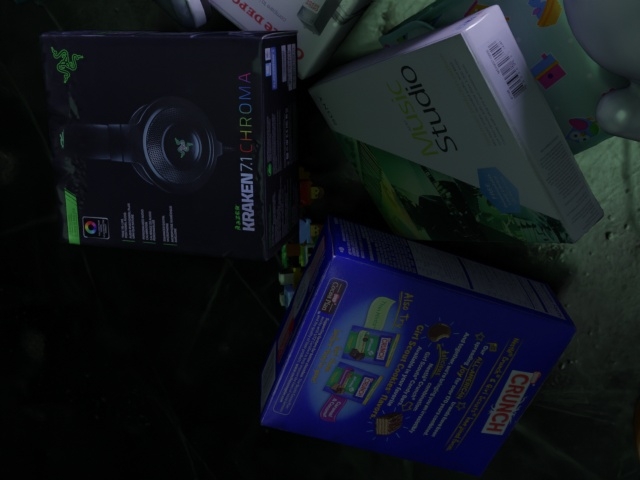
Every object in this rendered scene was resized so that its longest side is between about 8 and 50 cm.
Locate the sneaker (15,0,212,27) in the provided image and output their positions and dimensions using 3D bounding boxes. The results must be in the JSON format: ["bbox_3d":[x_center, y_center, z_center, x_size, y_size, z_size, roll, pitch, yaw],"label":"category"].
[{"bbox_3d":[-0.278,-0.325,0.923,0.178,0.124,0.295,-40,77,-12],"label":"sneaker"}]

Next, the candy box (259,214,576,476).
[{"bbox_3d":[0.112,0.142,1.001,0.317,0.122,0.268,18,117,-11],"label":"candy box"}]

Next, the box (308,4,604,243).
[{"bbox_3d":[0.129,-0.105,0.859,0.232,0.058,0.322,58,160,-15],"label":"box"}]

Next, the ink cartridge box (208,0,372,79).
[{"bbox_3d":[-0.009,-0.323,0.912,0.158,0.092,0.218,39,121,0],"label":"ink cartridge box"}]

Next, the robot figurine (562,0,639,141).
[{"bbox_3d":[0.354,-0.212,0.662,0.353,0.200,0.300,12,116,-24],"label":"robot figurine"}]

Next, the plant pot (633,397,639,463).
[{"bbox_3d":[0.490,0.279,0.944,0.205,0.188,0.205,7,114,16],"label":"plant pot"}]

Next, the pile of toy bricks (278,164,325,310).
[{"bbox_3d":[0.000,0.000,1.051,0.105,0.118,0.212,-4,105,-11],"label":"pile of toy bricks"}]

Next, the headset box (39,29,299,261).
[{"bbox_3d":[-0.176,-0.120,0.915,0.282,0.131,0.247,5,108,15],"label":"headset box"}]

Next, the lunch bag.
[{"bbox_3d":[0.211,-0.190,0.859,0.262,0.160,0.223,-24,106,37],"label":"lunch bag"}]
